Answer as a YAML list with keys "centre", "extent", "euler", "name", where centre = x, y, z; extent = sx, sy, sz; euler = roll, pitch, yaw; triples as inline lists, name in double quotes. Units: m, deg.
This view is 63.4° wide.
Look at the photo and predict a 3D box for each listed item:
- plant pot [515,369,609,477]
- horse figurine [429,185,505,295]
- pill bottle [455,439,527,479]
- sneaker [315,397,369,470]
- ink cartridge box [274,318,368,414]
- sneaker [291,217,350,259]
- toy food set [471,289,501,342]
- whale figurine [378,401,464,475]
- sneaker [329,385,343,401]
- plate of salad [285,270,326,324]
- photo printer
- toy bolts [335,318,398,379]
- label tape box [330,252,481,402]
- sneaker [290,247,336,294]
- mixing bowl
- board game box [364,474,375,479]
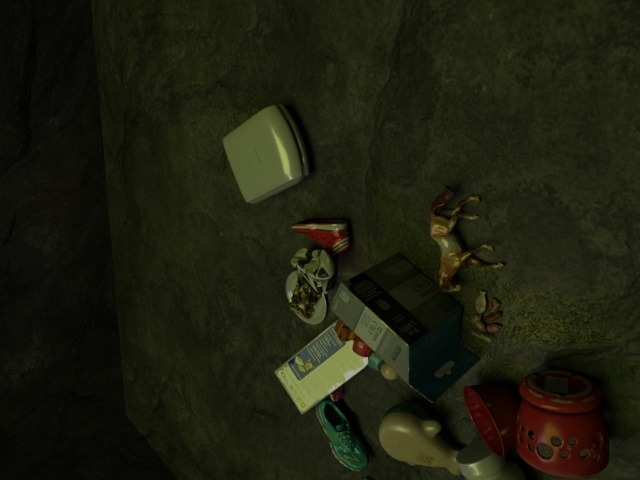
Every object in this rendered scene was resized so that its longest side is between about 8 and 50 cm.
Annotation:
- centre: [0.536, 0.396, 1.150]
  extent: [0.191, 0.191, 0.174]
  euler: [8, 106, 44]
  name: "plant pot"
- centre: [0.335, -0.006, 1.276]
  extent: [0.174, 0.066, 0.264]
  euler: [-19, 95, 42]
  name: "horse figurine"
- centre: [0.475, 0.686, 1.348]
  extent: [0.169, 0.169, 0.302]
  euler: [-31, 83, 48]
  name: "pill bottle"
- centre: [0.071, 0.668, 1.788]
  extent: [0.275, 0.107, 0.110]
  euler: [54, 160, 14]
  name: "sneaker"
- centre: [0.022, 0.408, 1.727]
  extent: [0.371, 0.069, 0.176]
  euler: [-43, 73, 25]
  name: "ink cartridge box"
- centre: [0.000, 0.000, 1.612]
  extent: [0.221, 0.087, 0.128]
  euler: [2, 107, 47]
  name: "sneaker"
- centre: [0.423, 0.191, 1.304]
  extent: [0.077, 0.019, 0.122]
  euler: [26, 116, 36]
  name: "toy food set"
- centre: [0.310, 0.581, 1.529]
  extent: [0.271, 0.141, 0.216]
  euler: [23, 126, 9]
  name: "whale figurine"
- centre: [0.025, 0.477, 1.809]
  extent: [0.074, 0.063, 0.171]
  euler: [-18, 88, 48]
  name: "sneaker"
- centre: [-0.059, 0.201, 1.787]
  extent: [0.199, 0.048, 0.200]
  euler: [21, 121, 40]
  name: "plate of salad"
- centre: [-0.168, -0.274, 1.651]
  extent: [0.307, 0.107, 0.256]
  euler: [-18, 94, 48]
  name: "photo printer"
- centre: [0.165, 0.298, 1.482]
  extent: [0.158, 0.218, 0.229]
  euler: [45, 143, 42]
  name: "toy bolts"
- centre: [0.236, 0.209, 1.330]
  extent: [0.347, 0.249, 0.115]
  euler: [40, 132, 27]
  name: "label tape box"
- centre: [0.012, 0.108, 1.610]
  extent: [0.153, 0.094, 0.235]
  euler: [44, 161, -25]
  name: "sneaker"
- centre: [0.447, 0.433, 1.299]
  extent: [0.181, 0.098, 0.182]
  euler: [159, 90, -82]
  name: "mixing bowl"
- centre: [0.198, 0.896, 1.839]
  extent: [0.090, 0.020, 0.090]
  euler: [16, 119, 41]
  name: "board game box"
